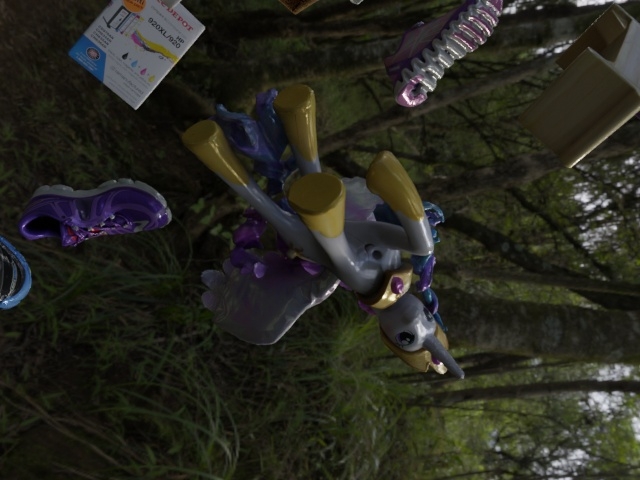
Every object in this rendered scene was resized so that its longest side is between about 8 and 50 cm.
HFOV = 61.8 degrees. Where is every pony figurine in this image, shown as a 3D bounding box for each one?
[{"bbox_3d":[0.000,0.000,0.626,0.351,0.303,0.363,31,-19,42],"label":"pony figurine"}]

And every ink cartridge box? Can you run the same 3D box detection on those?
[{"bbox_3d":[-0.396,-0.433,1.160,0.171,0.232,0.168,41,0,-26],"label":"ink cartridge box"}]

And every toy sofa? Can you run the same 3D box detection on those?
[{"bbox_3d":[0.491,-0.260,0.918,0.362,0.177,0.150,-47,178,-45],"label":"toy sofa"}]

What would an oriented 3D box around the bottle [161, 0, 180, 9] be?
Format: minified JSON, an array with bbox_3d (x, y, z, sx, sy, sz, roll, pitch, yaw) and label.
[{"bbox_3d":[-0.277,-0.427,0.675,0.283,0.118,0.092,41,9,-30],"label":"bottle"}]

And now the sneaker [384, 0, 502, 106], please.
[{"bbox_3d":[0.200,-0.349,0.925,0.095,0.236,0.104,15,39,-52],"label":"sneaker"}]

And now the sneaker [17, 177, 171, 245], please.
[{"bbox_3d":[-0.247,-0.020,0.587,0.071,0.170,0.068,-83,166,-48],"label":"sneaker"}]

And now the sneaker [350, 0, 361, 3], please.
[{"bbox_3d":[0.167,-0.753,1.499,0.229,0.088,0.092,-23,-128,47],"label":"sneaker"}]

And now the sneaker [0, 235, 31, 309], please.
[{"bbox_3d":[-0.327,-0.011,0.439,0.188,0.067,0.078,41,0,-4],"label":"sneaker"}]

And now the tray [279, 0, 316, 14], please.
[{"bbox_3d":[-0.077,-0.620,1.181,0.203,0.076,0.411,34,7,-20],"label":"tray"}]
